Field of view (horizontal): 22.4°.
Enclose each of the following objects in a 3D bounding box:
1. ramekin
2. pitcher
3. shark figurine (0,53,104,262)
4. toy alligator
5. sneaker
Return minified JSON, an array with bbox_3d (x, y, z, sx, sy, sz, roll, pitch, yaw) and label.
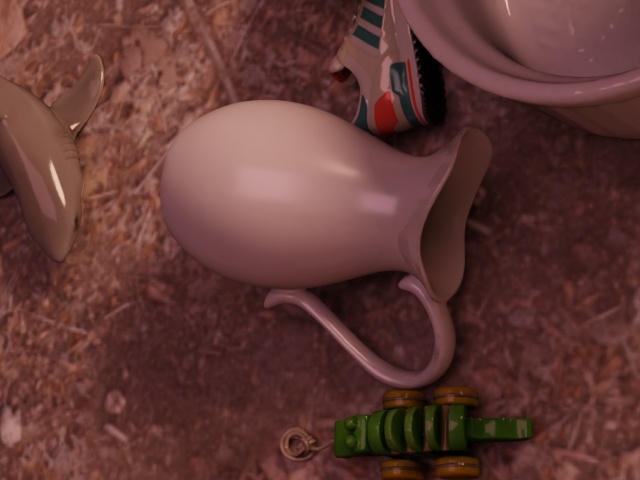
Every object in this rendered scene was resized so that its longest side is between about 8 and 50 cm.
[{"bbox_3d":[0.190,-0.195,0.993,0.277,0.135,0.277,-10,70,30],"label":"ramekin"},{"bbox_3d":[0.000,0.000,1.074,0.207,0.125,0.178,9,98,25],"label":"pitcher"},{"bbox_3d":[-0.288,-0.102,1.284,0.278,0.116,0.166,19,85,33],"label":"shark figurine"},{"bbox_3d":[0.042,0.125,1.040,0.189,0.051,0.056,-8,71,30],"label":"toy alligator"},{"bbox_3d":[0.036,-0.146,1.121,0.075,0.057,0.161,-16,70,22],"label":"sneaker"}]
